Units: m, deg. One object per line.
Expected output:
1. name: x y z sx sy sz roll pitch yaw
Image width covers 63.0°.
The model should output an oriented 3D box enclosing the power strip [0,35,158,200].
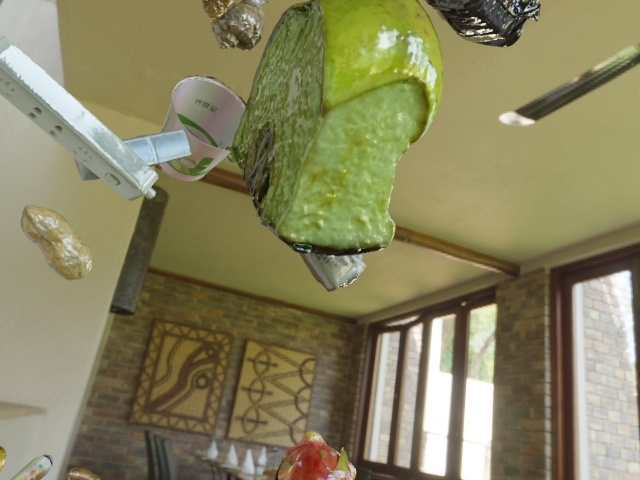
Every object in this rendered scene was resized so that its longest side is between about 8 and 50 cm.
1. power strip: -0.469 -0.211 1.006 0.091 0.062 0.385 -12 -49 45

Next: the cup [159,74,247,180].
1. cup: -0.382 -0.330 1.622 0.253 0.253 0.274 22 -34 -28

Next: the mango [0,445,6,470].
1. mango: -0.492 0.264 0.637 0.190 0.098 0.075 35 -56 -26

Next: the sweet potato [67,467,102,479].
1. sweet potato: -0.328 0.448 0.861 0.078 0.058 0.255 -12 -57 50

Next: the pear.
1. pear: 0.016 -0.146 0.567 0.164 0.238 0.255 6 -61 -27

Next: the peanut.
1. peanut: -0.473 0.007 0.941 0.080 0.080 0.174 1 -45 22

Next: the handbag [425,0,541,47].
1. handbag: 0.304 -0.482 0.912 0.181 0.254 0.181 13 16 -47

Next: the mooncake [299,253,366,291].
1. mooncake: 0.004 -0.004 1.326 0.254 0.136 0.250 59 -10 -8

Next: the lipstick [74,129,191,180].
1. lipstick: -0.438 -0.207 1.241 0.076 0.077 0.289 -3 16 31

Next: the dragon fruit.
1. dragon fruit: -0.014 0.635 1.371 0.224 0.224 0.227 10 22 -1

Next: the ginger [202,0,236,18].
1. ginger: -0.178 -0.607 1.115 0.166 0.236 0.375 6 21 36

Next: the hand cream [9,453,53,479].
1. hand cream: -0.302 0.245 0.525 0.022 0.035 0.102 26 1 -1

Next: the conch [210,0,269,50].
1. conch: -0.205 -0.561 1.336 0.155 0.207 0.130 10 -25 43
